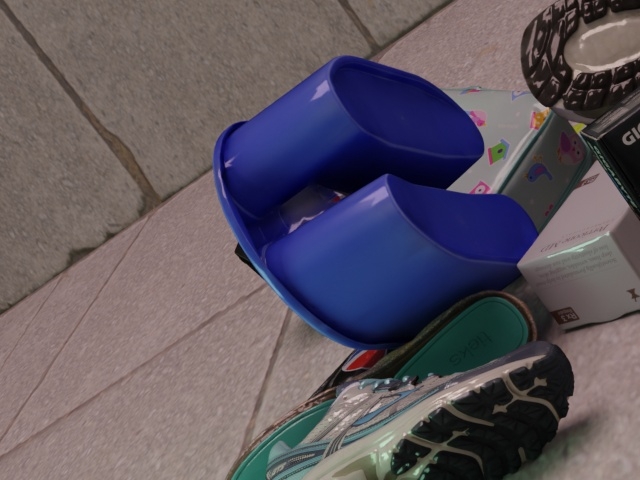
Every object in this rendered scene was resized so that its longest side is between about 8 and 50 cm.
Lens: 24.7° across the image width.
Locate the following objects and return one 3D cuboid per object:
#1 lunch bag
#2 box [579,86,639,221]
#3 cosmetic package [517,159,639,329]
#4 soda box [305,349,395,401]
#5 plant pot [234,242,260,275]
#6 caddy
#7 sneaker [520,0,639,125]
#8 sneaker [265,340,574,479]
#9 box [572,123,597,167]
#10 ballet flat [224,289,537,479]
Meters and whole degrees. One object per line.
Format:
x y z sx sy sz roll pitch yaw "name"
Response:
0.147 -0.055 1.607 0.279 0.108 0.224 9 63 56 "lunch bag"
0.341 -0.078 1.141 0.220 0.175 0.051 -36 13 1 "box"
0.287 -0.028 1.320 0.117 0.085 0.231 -23 17 48 "cosmetic package"
0.052 0.135 1.423 0.169 0.060 0.053 -45 15 -32 "soda box"
0.000 0.000 1.813 0.167 0.187 0.188 -48 14 -4 "plant pot"
0.044 -0.023 1.334 0.179 0.241 0.341 -38 -22 25 "caddy"
0.409 -0.203 1.434 0.410 0.158 0.182 -12 -17 15 "sneaker"
0.064 0.144 1.153 0.283 0.110 0.122 -33 42 15 "sneaker"
0.293 -0.095 1.638 0.178 0.042 0.109 -22 20 48 "box"
0.058 0.159 1.287 0.316 0.107 0.106 -32 -8 -1 "ballet flat"
